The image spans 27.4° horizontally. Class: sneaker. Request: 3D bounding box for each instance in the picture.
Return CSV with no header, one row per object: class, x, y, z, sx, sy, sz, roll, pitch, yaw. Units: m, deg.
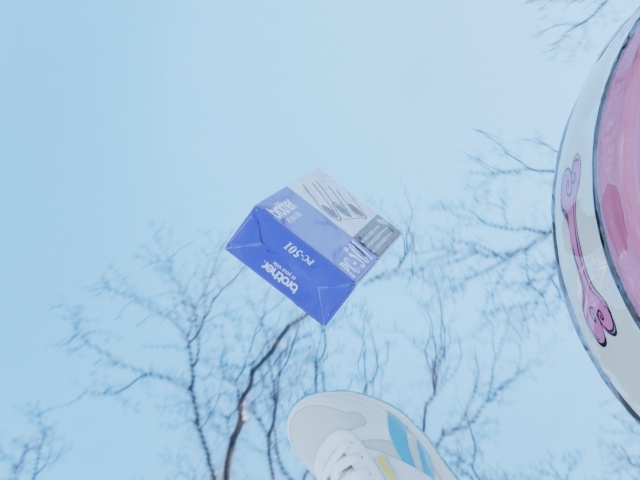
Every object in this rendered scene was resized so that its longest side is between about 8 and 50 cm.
sneaker,0.049,0.198,1.008,0.228,0.092,0.087,40,-64,30

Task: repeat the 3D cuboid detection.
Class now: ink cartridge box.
ink cartridge box,0.000,0.000,1.053,0.097,0.207,0.046,38,-73,4

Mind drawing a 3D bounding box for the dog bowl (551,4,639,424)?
dog bowl,0.346,-0.033,0.788,0.407,0.150,0.408,-2,-103,8
